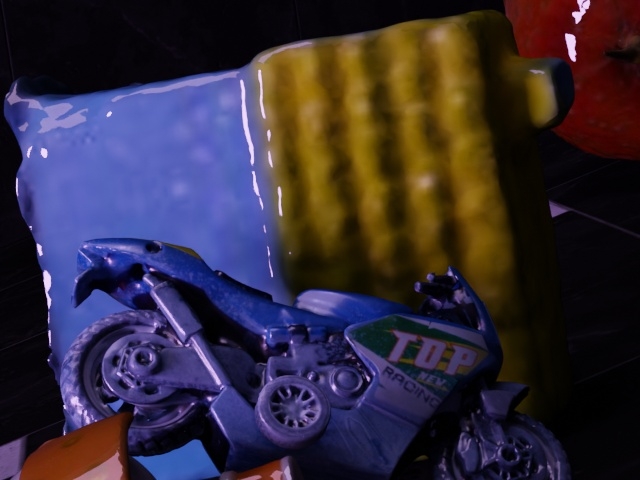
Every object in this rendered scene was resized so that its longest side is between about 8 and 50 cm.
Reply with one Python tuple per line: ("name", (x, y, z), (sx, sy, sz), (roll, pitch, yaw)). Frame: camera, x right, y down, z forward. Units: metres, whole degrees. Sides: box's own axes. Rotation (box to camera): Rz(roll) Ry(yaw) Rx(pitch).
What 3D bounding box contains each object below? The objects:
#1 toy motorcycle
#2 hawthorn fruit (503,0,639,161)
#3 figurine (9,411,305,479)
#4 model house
("toy motorcycle", (0.000, 0.061, 0.932), (0.254, 0.092, 0.135), (13, 54, -1))
("hawthorn fruit", (0.274, -0.182, 1.637), (0.258, 0.258, 0.262), (-24, 28, -15))
("figurine", (-0.129, 0.156, 0.866), (0.271, 0.143, 0.143), (-8, 13, 17))
("model house", (0.000, 0.000, 1.080), (0.303, 0.237, 0.215), (-9, 4, 23))
